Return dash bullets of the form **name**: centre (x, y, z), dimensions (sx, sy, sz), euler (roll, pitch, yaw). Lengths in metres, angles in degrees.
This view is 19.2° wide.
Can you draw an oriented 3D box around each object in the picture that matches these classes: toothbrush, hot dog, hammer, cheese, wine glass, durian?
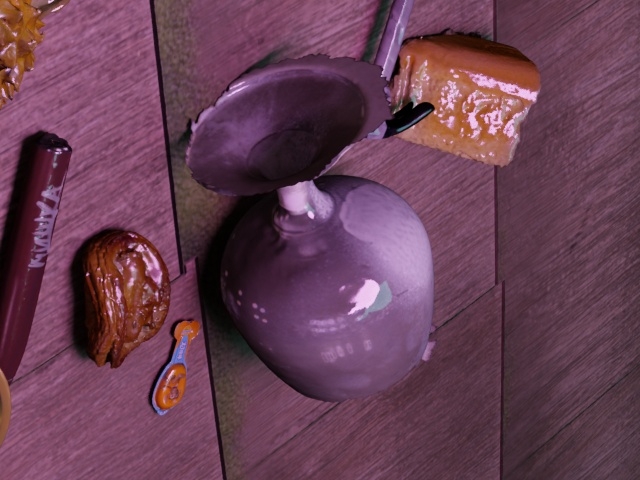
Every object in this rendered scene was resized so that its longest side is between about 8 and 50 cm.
- **toothbrush**: centre (-0.290, 0.073, 1.782), dimensions (0.041, 0.041, 0.364), euler (-7, 119, -49)
- **hot dog**: centre (-0.198, 0.062, 1.870), dimensions (0.099, 0.065, 0.147), euler (-34, 134, -48)
- **hammer**: centre (0.101, -0.312, 2.007), dimensions (0.152, 0.044, 0.427), euler (9, 101, -38)
- **cheese**: centre (-0.154, 0.136, 2.011), dimensions (0.047, 0.017, 0.111), euler (-3, 114, -54)
- **wine glass**: centre (0.000, 0.000, 1.940), dimensions (0.238, 0.238, 0.323), euler (-44, 137, -25)
- **durian**: centre (-0.303, -0.159, 1.513), dimensions (0.140, 0.078, 0.224), euler (-44, 149, 21)

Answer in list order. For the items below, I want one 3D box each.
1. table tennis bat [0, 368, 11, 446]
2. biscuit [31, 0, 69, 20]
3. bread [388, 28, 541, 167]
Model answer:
- **table tennis bat**: centre (-0.390, 0.138, 1.690), dimensions (0.198, 0.050, 0.321), euler (-36, 139, -14)
- **biscuit**: centre (-0.306, -0.227, 1.528), dimensions (0.187, 0.036, 0.273), euler (-48, 148, 18)
- **bread**: centre (0.151, -0.170, 2.168), dimensions (0.160, 0.169, 0.140), euler (-88, -165, -75)
